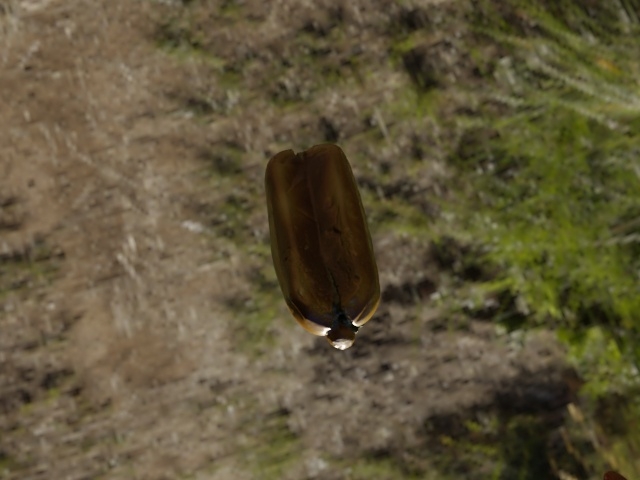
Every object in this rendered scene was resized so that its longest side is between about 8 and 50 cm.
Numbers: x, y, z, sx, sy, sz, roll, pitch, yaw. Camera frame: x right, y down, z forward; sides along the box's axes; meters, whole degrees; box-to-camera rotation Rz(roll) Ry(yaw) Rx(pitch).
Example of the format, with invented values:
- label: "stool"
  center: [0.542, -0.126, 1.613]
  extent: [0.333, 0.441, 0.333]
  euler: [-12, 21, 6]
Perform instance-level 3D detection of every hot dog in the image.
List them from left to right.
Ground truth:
- label: "hot dog"
  center: [0.000, 0.000, 1.392]
  extent: [0.100, 0.249, 0.068]
  euler: [-12, 137, 2]

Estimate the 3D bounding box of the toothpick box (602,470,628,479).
- label: "toothpick box"
  center: [0.244, 0.244, 1.237]
  extent: [0.047, 0.047, 0.083]
  euler: [12, 129, -47]
